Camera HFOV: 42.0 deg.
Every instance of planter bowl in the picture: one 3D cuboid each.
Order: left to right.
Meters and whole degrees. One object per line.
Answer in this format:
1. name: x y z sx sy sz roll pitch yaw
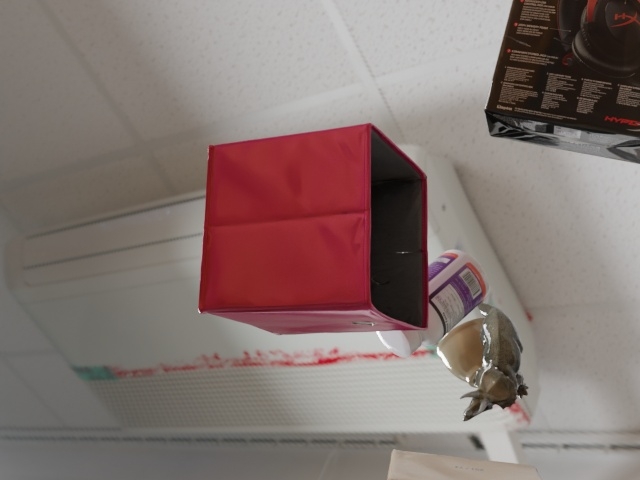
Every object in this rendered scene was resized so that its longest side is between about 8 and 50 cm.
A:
1. planter bowl: 0.366 0.271 1.935 0.162 0.109 0.162 -14 -42 -12

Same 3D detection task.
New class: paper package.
1. paper package: 0.294 0.550 1.705 0.324 0.168 0.309 5 -3 7

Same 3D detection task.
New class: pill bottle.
1. pill bottle: 0.186 0.109 1.405 0.108 0.193 0.108 37 -32 28

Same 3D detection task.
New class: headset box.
1. headset box: 0.360 -0.270 1.105 0.218 0.293 0.110 13 -8 17

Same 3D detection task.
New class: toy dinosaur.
1. toy dinosaur: 0.346 0.213 1.598 0.121 0.313 0.160 7 -29 14

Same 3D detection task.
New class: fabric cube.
1. fabric cube: 0.000 0.000 1.230 0.258 0.259 0.254 -5 -15 23
